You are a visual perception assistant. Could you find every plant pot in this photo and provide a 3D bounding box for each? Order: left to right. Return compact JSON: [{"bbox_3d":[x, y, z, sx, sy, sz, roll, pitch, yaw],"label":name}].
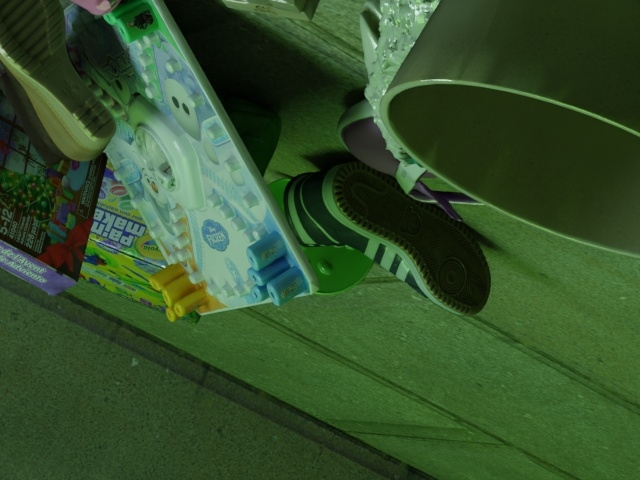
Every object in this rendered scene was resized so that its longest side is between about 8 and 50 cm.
[{"bbox_3d":[0.208,-0.160,1.301,0.256,0.274,0.256,22,166,6],"label":"plant pot"}]

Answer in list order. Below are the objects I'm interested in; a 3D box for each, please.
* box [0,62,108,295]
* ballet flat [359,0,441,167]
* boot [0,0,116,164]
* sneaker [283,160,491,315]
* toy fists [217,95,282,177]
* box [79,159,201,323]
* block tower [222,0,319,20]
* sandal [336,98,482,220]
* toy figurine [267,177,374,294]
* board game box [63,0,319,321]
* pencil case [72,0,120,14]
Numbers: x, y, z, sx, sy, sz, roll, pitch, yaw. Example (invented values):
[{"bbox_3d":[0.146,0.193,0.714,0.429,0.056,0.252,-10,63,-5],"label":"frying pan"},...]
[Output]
[{"bbox_3d":[-0.349,-0.106,2.346,0.201,0.293,0.057,30,142,-30],"label":"box"},{"bbox_3d":[0.097,-0.191,1.734,0.147,0.147,0.409,22,163,4],"label":"ballet flat"},{"bbox_3d":[-0.327,-0.190,2.184,0.248,0.090,0.207,58,157,-12],"label":"boot"},{"bbox_3d":[0.077,-0.001,2.463,0.282,0.099,0.153,39,155,-29],"label":"sneaker"},{"bbox_3d":[-0.134,-0.096,2.362,0.096,0.142,0.279,34,163,-16],"label":"toy fists"},{"bbox_3d":[-0.276,-0.045,2.696,0.290,0.177,0.279,21,166,7],"label":"box"},{"bbox_3d":[-0.094,-0.303,1.621,0.091,0.097,0.335,15,162,30],"label":"block tower"},{"bbox_3d":[0.150,-0.076,2.065,0.169,0.102,0.416,32,163,-34],"label":"sandal"},{"bbox_3d":[0.000,0.000,2.615,0.173,0.130,0.159,43,179,9],"label":"toy figurine"},{"bbox_3d":[-0.180,-0.090,2.197,0.390,0.050,0.390,61,159,-6],"label":"board game box"},{"bbox_3d":[-0.262,-0.302,1.899,0.209,0.098,0.095,32,-165,-42],"label":"pencil case"}]
